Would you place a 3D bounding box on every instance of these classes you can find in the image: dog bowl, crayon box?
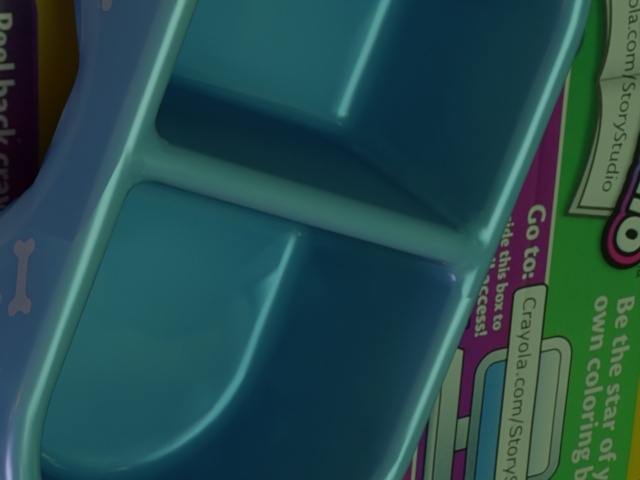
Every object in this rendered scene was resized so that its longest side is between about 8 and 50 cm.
[{"bbox_3d":[-0.018,-0.020,0.543,0.166,0.074,0.297,16,99,-37],"label":"dog bowl"},{"bbox_3d":[0.000,0.000,0.680,0.313,0.106,0.363,-10,115,-31],"label":"crayon box"}]
